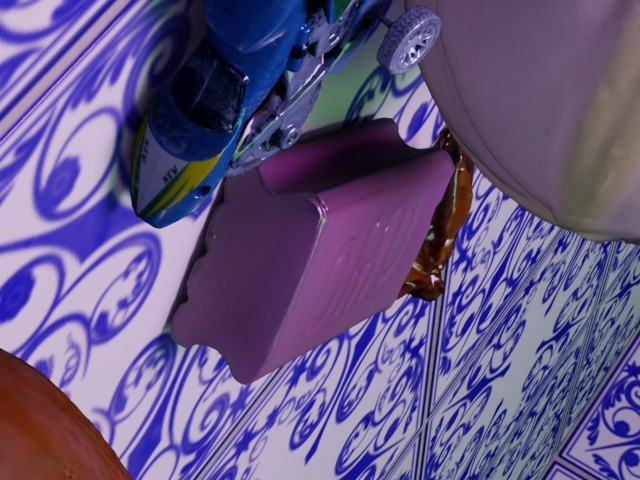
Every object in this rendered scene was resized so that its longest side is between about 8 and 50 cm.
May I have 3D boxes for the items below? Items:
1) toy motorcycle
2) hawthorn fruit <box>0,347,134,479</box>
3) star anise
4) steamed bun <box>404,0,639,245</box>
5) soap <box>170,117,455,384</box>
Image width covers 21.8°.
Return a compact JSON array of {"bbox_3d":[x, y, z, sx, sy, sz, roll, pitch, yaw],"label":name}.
[{"bbox_3d":[-0.015,-0.109,0.731,0.135,0.092,0.254,-27,153,-46],"label":"toy motorcycle"},{"bbox_3d":[-0.122,0.158,0.582,0.199,0.251,0.199,-49,179,-1],"label":"hawthorn fruit"},{"bbox_3d":[0.079,-0.017,1.198,0.157,0.053,0.212,-63,161,11],"label":"star anise"},{"bbox_3d":[0.174,-0.175,0.882,0.309,0.309,0.309,-51,161,-26],"label":"steamed bun"},{"bbox_3d":[0.000,0.000,0.983,0.203,0.065,0.122,-23,140,-62],"label":"soap"}]
